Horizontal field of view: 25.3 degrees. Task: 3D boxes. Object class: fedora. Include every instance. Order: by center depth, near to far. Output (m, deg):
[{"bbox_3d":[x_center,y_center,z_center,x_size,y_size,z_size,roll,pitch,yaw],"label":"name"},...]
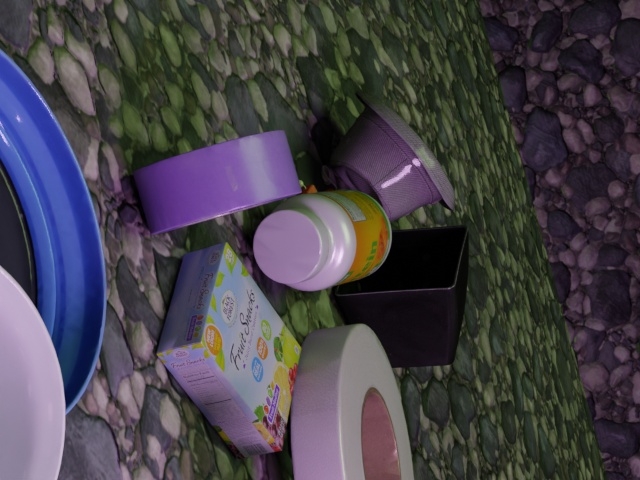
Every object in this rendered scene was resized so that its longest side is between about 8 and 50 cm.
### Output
[{"bbox_3d":[0.098,-0.113,2.271,0.243,0.124,0.275,52,-3,-16],"label":"fedora"}]

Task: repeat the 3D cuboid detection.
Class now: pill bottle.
[{"bbox_3d":[0.000,0.000,2.011,0.246,0.136,0.136,-11,86,-68],"label":"pill bottle"}]

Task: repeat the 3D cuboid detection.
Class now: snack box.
[{"bbox_3d":[-0.108,0.136,1.751,0.207,0.070,0.174,56,29,-35],"label":"snack box"}]

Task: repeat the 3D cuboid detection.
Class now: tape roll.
[{"bbox_3d":[-0.122,-0.069,1.694,0.189,0.189,0.080,-21,95,-68],"label":"tape roll"},{"bbox_3d":[0.052,0.308,1.944,0.392,0.072,0.392,-9,90,-74],"label":"tape roll"}]

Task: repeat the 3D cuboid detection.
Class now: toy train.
[{"bbox_3d":[0.017,-0.058,2.212,0.125,0.046,0.166,69,23,-14],"label":"toy train"}]

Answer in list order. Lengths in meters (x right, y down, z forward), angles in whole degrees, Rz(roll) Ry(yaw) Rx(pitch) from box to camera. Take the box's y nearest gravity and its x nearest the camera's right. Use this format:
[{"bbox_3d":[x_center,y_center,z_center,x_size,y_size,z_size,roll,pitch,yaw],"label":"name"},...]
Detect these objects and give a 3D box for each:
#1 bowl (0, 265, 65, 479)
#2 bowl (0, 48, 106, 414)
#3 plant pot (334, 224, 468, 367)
[{"bbox_3d":[-0.344,0.135,1.035,0.298,0.134,0.298,0,90,-46],"label":"bowl"},{"bbox_3d":[-0.334,-0.007,1.294,0.391,0.077,0.391,48,33,-47],"label":"bowl"},{"bbox_3d":[0.145,0.098,2.254,0.187,0.188,0.167,-69,150,-56],"label":"plant pot"}]
